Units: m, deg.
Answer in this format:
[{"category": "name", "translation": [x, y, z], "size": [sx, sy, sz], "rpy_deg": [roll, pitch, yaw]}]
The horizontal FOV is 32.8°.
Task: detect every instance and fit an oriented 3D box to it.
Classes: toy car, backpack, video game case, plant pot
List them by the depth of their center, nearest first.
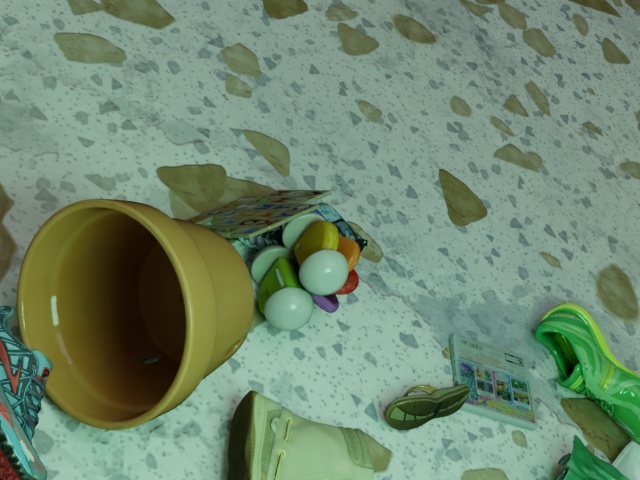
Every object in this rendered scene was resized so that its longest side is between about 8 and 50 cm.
[{"category": "plant pot", "translation": [-0.225, 0.085, 1.432], "size": [0.291, 0.291, 0.203], "rpy_deg": [54, 27, 16]}, {"category": "toy car", "translation": [-0.013, 0.057, 1.672], "size": [0.136, 0.182, 0.159], "rpy_deg": [31, 21, -35]}, {"category": "backpack", "translation": [0.000, 0.000, 1.772], "size": [0.084, 0.105, 0.114], "rpy_deg": [-20, 65, -45]}, {"category": "video game case", "translation": [0.292, 0.240, 1.838], "size": [0.157, 0.019, 0.143], "rpy_deg": [19, 46, -22]}]

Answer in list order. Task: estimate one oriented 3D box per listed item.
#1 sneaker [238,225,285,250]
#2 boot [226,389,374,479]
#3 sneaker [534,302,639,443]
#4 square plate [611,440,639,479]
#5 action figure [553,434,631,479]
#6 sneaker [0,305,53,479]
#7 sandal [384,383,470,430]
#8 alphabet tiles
[{"category": "sneaker", "translation": [-0.084, -0.008, 1.745], "size": [0.098, 0.069, 0.038], "rpy_deg": [35, 41, -5]}, {"category": "boot", "translation": [-0.027, 0.344, 1.467], "size": [0.203, 0.095, 0.262], "rpy_deg": [22, 42, -21]}, {"category": "sneaker", "translation": [0.484, 0.250, 1.918], "size": [0.123, 0.109, 0.295], "rpy_deg": [-25, 66, -32]}, {"category": "square plate", "translation": [0.539, 0.538, 1.732], "size": [0.347, 0.049, 0.344], "rpy_deg": [50, 42, 11]}, {"category": "action figure", "translation": [0.475, 0.420, 1.704], "size": [0.232, 0.063, 0.137], "rpy_deg": [36, 40, 3]}, {"category": "sneaker", "translation": [-0.378, 0.182, 1.336], "size": [0.125, 0.104, 0.262], "rpy_deg": [-16, 64, -35]}, {"category": "sandal", "translation": [0.161, 0.251, 1.701], "size": [0.180, 0.072, 0.049], "rpy_deg": [-8, 44, -41]}, {"category": "alphabet tiles", "translation": [-0.100, -0.045, 1.699], "size": [0.237, 0.198, 0.009], "rpy_deg": [-26, 111, -45]}]
